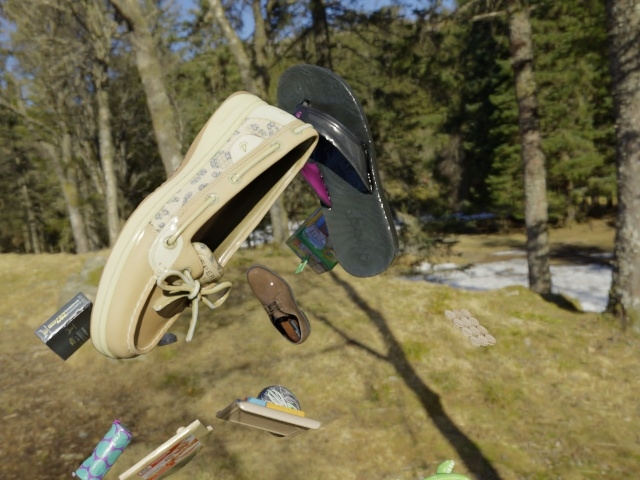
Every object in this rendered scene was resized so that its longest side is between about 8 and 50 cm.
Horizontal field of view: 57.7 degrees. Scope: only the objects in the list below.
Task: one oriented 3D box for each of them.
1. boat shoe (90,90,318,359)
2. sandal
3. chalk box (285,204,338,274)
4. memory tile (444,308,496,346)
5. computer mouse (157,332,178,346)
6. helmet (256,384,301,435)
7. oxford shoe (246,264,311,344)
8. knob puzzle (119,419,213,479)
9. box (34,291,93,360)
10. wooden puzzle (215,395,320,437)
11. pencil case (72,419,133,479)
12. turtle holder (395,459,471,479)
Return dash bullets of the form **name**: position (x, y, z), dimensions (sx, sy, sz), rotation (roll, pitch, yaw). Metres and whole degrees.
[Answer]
- **boat shoe**: position (-0.104, -0.012, 0.537), dimensions (0.089, 0.285, 0.105), rotation (25, -15, 14)
- **sandal**: position (0.029, -0.141, 1.119), dimensions (0.167, 0.446, 0.107), rotation (-24, -3, 28)
- **chalk box**: position (0.000, 0.000, 1.528), dimensions (0.213, 0.132, 0.132), rotation (-47, 7, -19)
- **memory tile**: position (0.440, 0.256, 1.712), dimensions (0.113, 0.012, 0.148), rotation (1, 37, -40)
- **computer mouse**: position (-0.569, 0.356, 2.102), dimensions (0.071, 0.041, 0.242), rotation (-15, -4, -28)
- **helmet**: position (-0.150, 0.603, 2.072), dimensions (0.169, 0.162, 0.169), rotation (-3, 40, 3)
- **oxford shoe**: position (-0.102, 0.154, 1.410), dimensions (0.082, 0.227, 0.096), rotation (-39, 0, 9)
- **knob puzzle**: position (-0.303, 0.430, 1.167), dimensions (0.213, 0.030, 0.213), rotation (-34, -24, -18)
- **box**: position (-0.811, 0.285, 1.899), dimensions (0.183, 0.059, 0.233), rotation (-46, -13, -24)
- **wooden puzzle**: position (-0.137, 0.451, 1.491), dimensions (0.220, 0.044, 0.238), rotation (20, -28, -15)
- **pencil case**: position (-0.525, 0.519, 1.412), dimensions (0.070, 0.064, 0.152), rotation (17, 63, 45)
- **turtle holder**: position (0.263, 0.700, 1.375), dimensions (0.320, 0.244, 0.227), rotation (-1, 24, -18)
